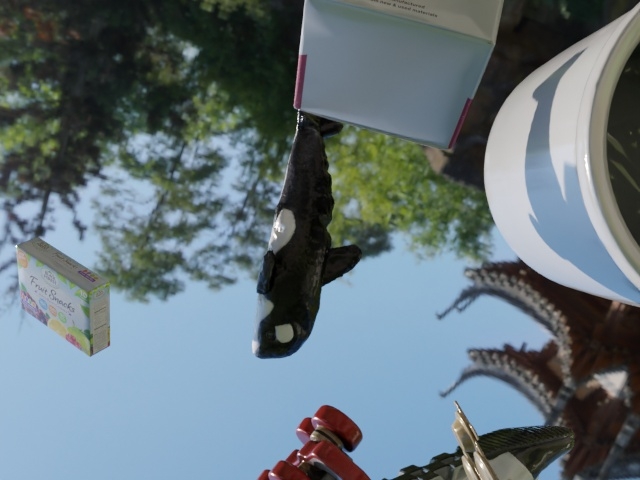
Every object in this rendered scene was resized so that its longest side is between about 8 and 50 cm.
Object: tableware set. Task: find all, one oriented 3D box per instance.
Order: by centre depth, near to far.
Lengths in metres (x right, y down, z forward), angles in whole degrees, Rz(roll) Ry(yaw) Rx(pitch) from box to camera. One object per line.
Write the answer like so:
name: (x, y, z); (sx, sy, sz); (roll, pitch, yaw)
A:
tableware set: (0.184, 0.264, 0.981); (0.020, 0.168, 0.141); (-25, -145, -4)

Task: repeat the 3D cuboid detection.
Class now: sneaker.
sneaker: (0.262, 0.394, 1.405); (0.331, 0.146, 0.122); (-18, -179, -13)

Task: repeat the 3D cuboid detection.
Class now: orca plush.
orca plush: (0.000, 0.000, 1.015); (0.102, 0.287, 0.151); (12, 166, 6)

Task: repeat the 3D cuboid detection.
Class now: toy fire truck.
toy fire truck: (0.036, 0.461, 1.659); (0.254, 0.169, 0.302); (40, 154, 2)

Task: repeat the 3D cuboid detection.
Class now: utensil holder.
utensil holder: (0.361, -0.080, 0.912); (0.328, 0.327, 0.385); (18, 179, -5)

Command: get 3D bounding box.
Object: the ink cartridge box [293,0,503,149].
ink cartridge box: (0.066, -0.184, 0.649); (0.127, 0.176, 0.128); (15, 152, 3)

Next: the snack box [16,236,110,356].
snack box: (-0.323, 0.069, 1.116); (0.141, 0.100, 0.037); (26, -145, 29)
